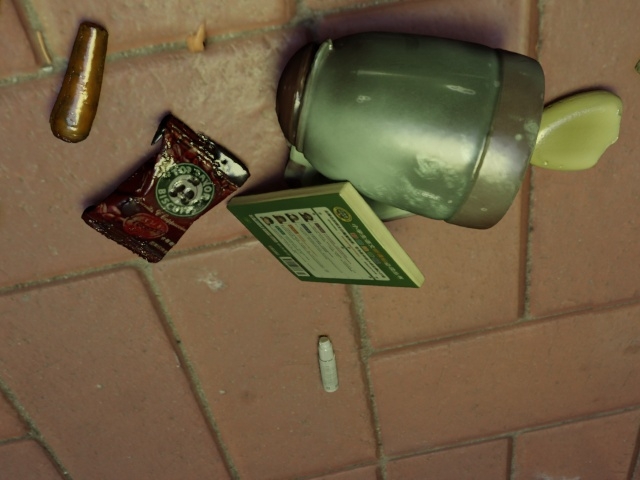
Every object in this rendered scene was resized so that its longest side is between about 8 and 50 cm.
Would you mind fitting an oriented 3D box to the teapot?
[{"bbox_3d":[0.089,-0.137,0.774,0.312,0.233,0.315,14,143,-1],"label":"teapot"}]

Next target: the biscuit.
[{"bbox_3d":[-0.236,-0.066,0.846,0.235,0.063,0.151,-43,130,13],"label":"biscuit"}]

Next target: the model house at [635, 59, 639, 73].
[{"bbox_3d":[0.541,-0.259,0.813,0.088,0.100,0.100,21,117,-20],"label":"model house"}]

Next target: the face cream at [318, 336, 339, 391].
[{"bbox_3d":[0.014,0.239,1.095,0.034,0.034,0.130,-9,124,-2],"label":"face cream"}]

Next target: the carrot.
[{"bbox_3d":[-0.319,-0.208,0.750,0.055,0.055,0.161,18,111,-19],"label":"carrot"}]

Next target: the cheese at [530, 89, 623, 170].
[{"bbox_3d":[0.337,-0.154,0.882,0.256,0.050,0.127,-11,125,1],"label":"cheese"}]

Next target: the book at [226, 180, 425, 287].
[{"bbox_3d":[0.000,0.000,0.841,0.264,0.027,0.202,-2,138,49],"label":"book"}]
